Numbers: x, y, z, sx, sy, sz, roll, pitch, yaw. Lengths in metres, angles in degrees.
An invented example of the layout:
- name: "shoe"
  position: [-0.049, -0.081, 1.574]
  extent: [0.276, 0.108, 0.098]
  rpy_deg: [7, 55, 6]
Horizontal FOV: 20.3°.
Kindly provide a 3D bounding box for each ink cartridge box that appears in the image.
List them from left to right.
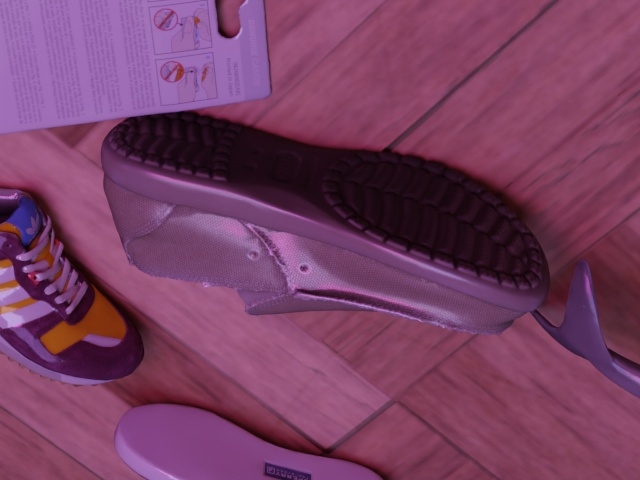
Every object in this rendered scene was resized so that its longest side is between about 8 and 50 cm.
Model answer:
- name: "ink cartridge box"
  position: [-0.123, -0.139, 1.003]
  extent: [0.179, 0.045, 0.145]
  rpy_deg: [-9, 124, -8]

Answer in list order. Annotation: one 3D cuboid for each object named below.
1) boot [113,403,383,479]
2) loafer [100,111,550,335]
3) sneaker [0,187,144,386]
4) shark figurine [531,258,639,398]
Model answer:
- name: "boot"
  position: [-0.053, 0.174, 1.179]
  extent: [0.190, 0.069, 0.086]
  rpy_deg: [20, 130, -7]
- name: "loafer"
  position: [0.000, 0.000, 1.039]
  extent: [0.269, 0.102, 0.092]
  rpy_deg: [18, 127, 7]
- name: "sneaker"
  position: [-0.180, 0.020, 1.090]
  extent: [0.185, 0.069, 0.084]
  rpy_deg: [30, 128, -14]
- name: "shark figurine"
  position: [0.270, 0.068, 1.048]
  extent: [0.278, 0.116, 0.166]
  rpy_deg: [-14, 88, 8]
